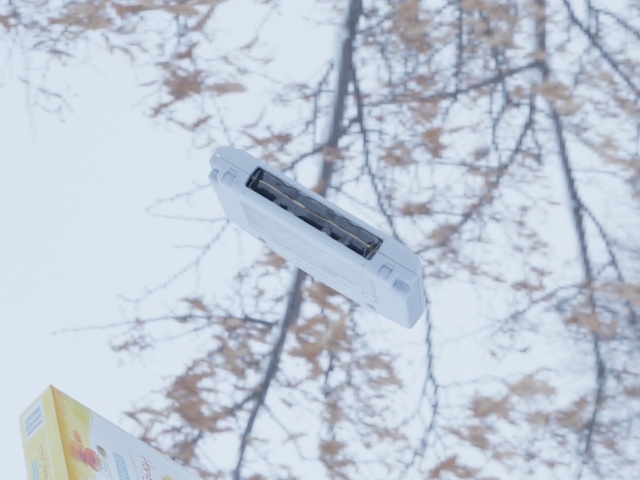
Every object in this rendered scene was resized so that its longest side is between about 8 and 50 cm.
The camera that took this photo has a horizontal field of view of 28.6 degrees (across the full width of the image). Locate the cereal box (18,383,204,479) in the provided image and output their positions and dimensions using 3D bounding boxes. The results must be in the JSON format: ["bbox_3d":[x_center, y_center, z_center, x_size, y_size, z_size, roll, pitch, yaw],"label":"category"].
[{"bbox_3d":[-0.132,0.233,1.018,0.047,0.173,0.240,-45,-56,9],"label":"cereal box"}]

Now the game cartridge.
[{"bbox_3d":[0.000,0.000,1.577,0.062,0.297,0.198,-56,-15,-9],"label":"game cartridge"}]
